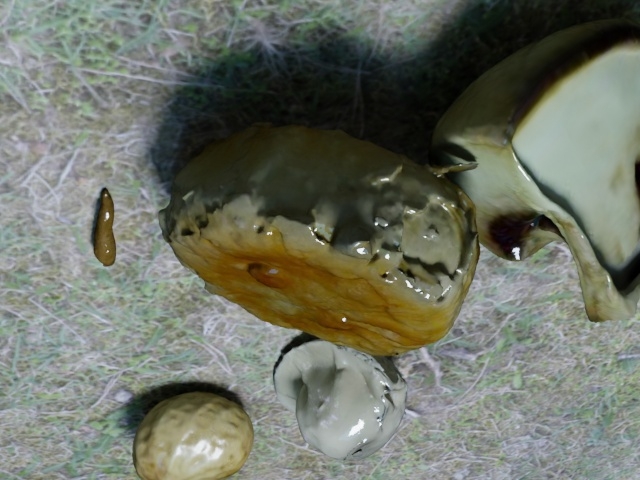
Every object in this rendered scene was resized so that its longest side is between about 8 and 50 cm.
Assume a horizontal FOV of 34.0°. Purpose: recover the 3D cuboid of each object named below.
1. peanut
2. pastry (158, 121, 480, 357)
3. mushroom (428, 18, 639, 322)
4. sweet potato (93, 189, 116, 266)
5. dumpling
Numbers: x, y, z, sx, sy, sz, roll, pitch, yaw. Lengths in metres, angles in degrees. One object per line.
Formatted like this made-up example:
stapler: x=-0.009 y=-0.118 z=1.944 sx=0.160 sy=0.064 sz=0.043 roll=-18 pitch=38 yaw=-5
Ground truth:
peanut: x=-0.164 y=0.258 z=1.346 sx=0.159 sy=0.109 sz=0.141 roll=-14 pitch=150 yaw=-11
pastry: x=0.000 y=0.000 z=1.009 sx=0.329 sy=0.136 sz=0.330 roll=17 pitch=158 yaw=7
mushroom: x=0.246 y=-0.086 z=1.025 sx=0.292 sy=0.217 sz=0.212 roll=44 pitch=161 yaw=-24
sweet potato: x=-0.226 y=-0.006 z=1.100 sx=0.026 sy=0.026 sz=0.115 roll=1 pitch=139 yaw=-11
dumpling: x=0.017 y=0.201 z=1.318 sx=0.172 sy=0.142 sz=0.247 roll=29 pitch=144 yaw=11
